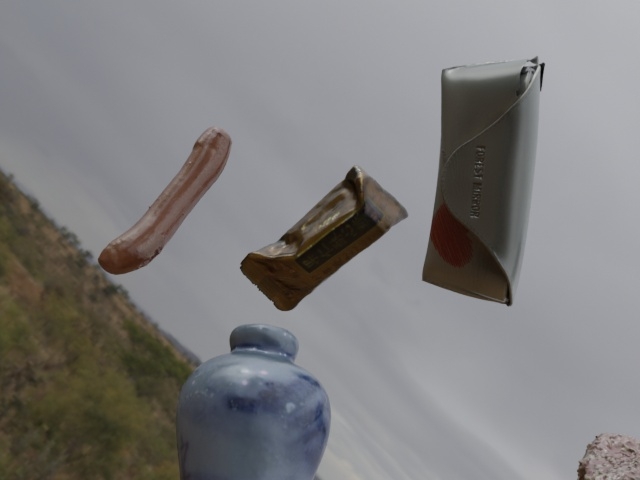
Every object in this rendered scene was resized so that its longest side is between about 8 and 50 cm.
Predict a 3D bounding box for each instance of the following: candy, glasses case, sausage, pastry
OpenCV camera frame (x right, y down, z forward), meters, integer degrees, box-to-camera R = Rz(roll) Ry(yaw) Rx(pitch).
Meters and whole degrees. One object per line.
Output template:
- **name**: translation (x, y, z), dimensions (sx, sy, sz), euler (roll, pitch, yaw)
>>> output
- **candy**: translation (0.000, 0.000, 1.246), dimensions (0.143, 0.271, 0.101), euler (44, 12, -33)
- **glasses case**: translation (0.195, -0.075, 0.955), dimensions (0.128, 0.308, 0.083), euler (6, 3, 20)
- **sausage**: translation (-0.144, -0.037, 0.757), dimensions (0.043, 0.186, 0.043), euler (27, -26, 15)
- **pastry**: translation (0.412, 0.346, 1.095), dimensions (0.103, 0.112, 0.265), euler (1, -32, 17)

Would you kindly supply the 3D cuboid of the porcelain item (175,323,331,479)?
- **porcelain item**: translation (-0.067, 0.204, 0.688), dimensions (0.141, 0.259, 0.141), euler (6, -26, 3)
